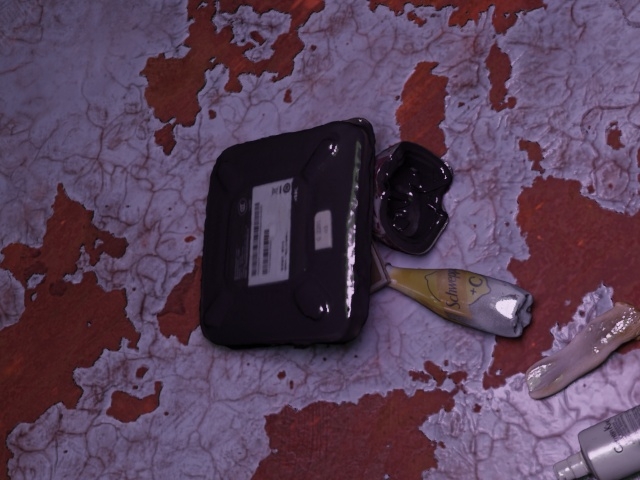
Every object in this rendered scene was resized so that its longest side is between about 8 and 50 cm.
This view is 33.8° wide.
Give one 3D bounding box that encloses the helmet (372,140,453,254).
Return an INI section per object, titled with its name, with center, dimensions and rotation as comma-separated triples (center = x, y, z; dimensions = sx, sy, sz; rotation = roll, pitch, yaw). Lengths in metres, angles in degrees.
[helmet]
center = 0.119, -0.067, 1.663
dimensions = 0.107, 0.153, 0.176
rotation = 2, 78, 48

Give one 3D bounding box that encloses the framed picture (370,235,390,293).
[framed picture]
center = 0.000, 0.000, 1.728
dimensions = 0.184, 0.016, 0.250
rotation = -34, 65, 27

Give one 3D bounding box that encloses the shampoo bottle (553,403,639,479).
[shampoo bottle]
center = 0.448, 0.274, 1.466
dimensions = 0.262, 0.085, 0.085
rotation = -27, 67, 13

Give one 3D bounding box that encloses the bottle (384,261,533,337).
[bottle]
center = 0.192, 0.080, 1.623
dimensions = 0.270, 0.083, 0.083
rotation = 14, 81, 32

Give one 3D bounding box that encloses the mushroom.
[mushroom]
center = 0.386, 0.165, 1.544
dimensions = 0.202, 0.054, 0.059
rotation = -40, 60, 13

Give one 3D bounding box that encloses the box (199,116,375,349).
[box]
center = -0.055, -0.007, 1.669
dimensions = 0.350, 0.091, 0.359
rotation = -10, 73, 45
